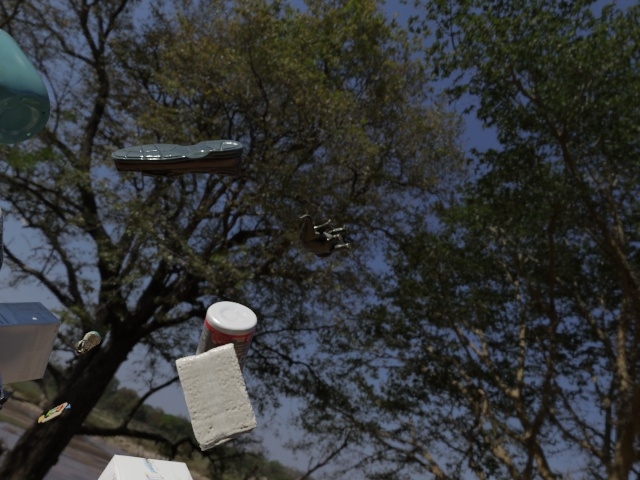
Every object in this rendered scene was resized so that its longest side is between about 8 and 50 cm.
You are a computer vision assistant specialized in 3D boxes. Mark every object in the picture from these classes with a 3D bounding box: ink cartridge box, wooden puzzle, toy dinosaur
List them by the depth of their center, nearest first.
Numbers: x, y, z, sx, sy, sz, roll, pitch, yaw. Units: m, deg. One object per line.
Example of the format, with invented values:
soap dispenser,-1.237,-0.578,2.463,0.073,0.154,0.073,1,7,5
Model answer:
ink cartridge box,-0.475,0.710,1.195,0.233,0.171,0.168,32,0,-40
toy dinosaur,0.000,0.000,1.510,0.160,0.120,0.314,-22,-16,24
wooden puzzle,-0.921,0.594,1.551,0.014,0.116,0.078,66,-16,-12

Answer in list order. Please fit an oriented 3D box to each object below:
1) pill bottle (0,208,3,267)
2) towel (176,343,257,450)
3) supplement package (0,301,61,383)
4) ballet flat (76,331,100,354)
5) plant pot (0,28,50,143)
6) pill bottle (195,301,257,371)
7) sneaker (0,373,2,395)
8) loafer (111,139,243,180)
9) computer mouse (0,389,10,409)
pill bottle,-0.880,-0.020,1.070,0.204,0.204,0.361,32,-39,-15
towel,-0.320,0.478,1.386,0.187,0.282,0.049,-15,-13,-17
supplement package,-0.916,0.296,1.305,0.149,0.194,0.203,24,7,30
ballet flat,-0.841,0.378,1.622,0.057,0.052,0.168,35,-44,-20
plant pot,-0.938,-0.421,1.289,0.235,0.293,0.293,46,-29,7
pill bottle,-0.348,0.394,1.596,0.177,0.176,0.318,20,-70,5
sneaker,-0.839,0.252,0.978,0.365,0.137,0.210,51,-14,35
loafer,-0.295,-0.158,0.956,0.268,0.096,0.084,-9,-57,-21
computer mouse,-1.110,0.560,1.524,0.041,0.071,0.242,54,-22,-16
